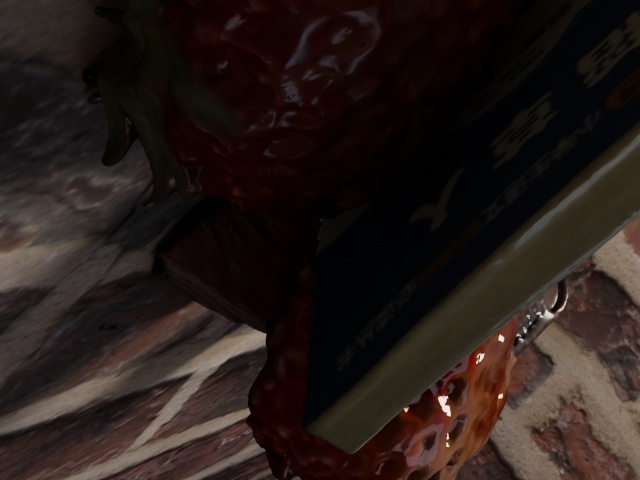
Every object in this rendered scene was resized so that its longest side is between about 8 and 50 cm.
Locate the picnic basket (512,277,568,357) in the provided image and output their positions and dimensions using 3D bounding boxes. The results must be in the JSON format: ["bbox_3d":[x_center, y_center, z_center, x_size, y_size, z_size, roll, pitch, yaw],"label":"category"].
[{"bbox_3d":[0.087,0.052,1.311,0.297,0.222,0.129,-36,150,-6],"label":"picnic basket"}]

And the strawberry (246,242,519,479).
[{"bbox_3d":[0.083,0.068,1.010,0.265,0.149,0.336,-27,144,-43],"label":"strawberry"}]

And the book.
[{"bbox_3d":[0.110,-0.094,0.730,0.300,0.039,0.428,-43,-163,20],"label":"book"}]

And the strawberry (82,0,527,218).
[{"bbox_3d":[0.020,-0.108,0.679,0.280,0.150,0.253,-24,162,-41],"label":"strawberry"}]

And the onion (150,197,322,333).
[{"bbox_3d":[0.000,0.000,1.082,0.247,0.111,0.250,-36,165,0],"label":"onion"}]
